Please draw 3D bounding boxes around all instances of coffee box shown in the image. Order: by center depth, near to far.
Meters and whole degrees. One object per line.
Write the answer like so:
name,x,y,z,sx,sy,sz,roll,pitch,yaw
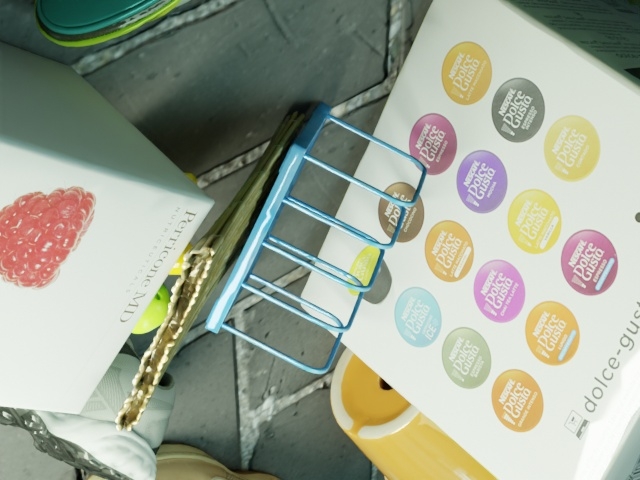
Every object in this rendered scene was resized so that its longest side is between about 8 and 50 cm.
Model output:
coffee box,0.252,-0.005,1.396,0.338,0.334,0.337,-5,127,-48

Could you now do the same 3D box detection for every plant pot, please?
plant pot,0.115,0.166,1.566,0.205,0.205,0.188,-51,132,5

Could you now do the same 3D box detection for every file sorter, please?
file sorter,0.000,0.000,1.284,0.170,0.104,0.118,-64,-179,23

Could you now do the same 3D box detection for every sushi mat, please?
sushi mat,-0.074,0.011,1.171,0.316,0.019,0.151,-64,180,-68

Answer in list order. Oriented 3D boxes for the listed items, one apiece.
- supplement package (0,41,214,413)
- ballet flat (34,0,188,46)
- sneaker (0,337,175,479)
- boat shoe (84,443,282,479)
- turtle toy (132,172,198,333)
supplement package,-0.242,-0.025,0.960,0.293,0.175,0.177,15,112,-54
ballet flat,-0.085,-0.198,1.060,0.231,0.077,0.077,-45,163,-7
sneaker,-0.201,0.100,1.231,0.271,0.100,0.108,44,65,-54
boat shoe,-0.100,0.269,1.486,0.341,0.110,0.121,16,112,-54
turtle toy,-0.132,0.003,1.179,0.066,0.095,0.130,12,80,-81
